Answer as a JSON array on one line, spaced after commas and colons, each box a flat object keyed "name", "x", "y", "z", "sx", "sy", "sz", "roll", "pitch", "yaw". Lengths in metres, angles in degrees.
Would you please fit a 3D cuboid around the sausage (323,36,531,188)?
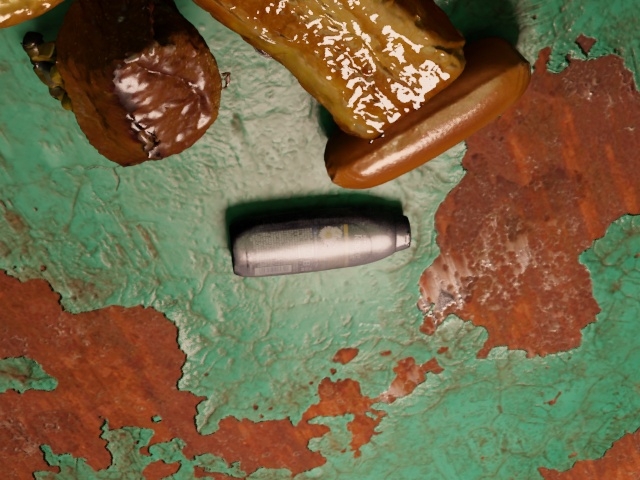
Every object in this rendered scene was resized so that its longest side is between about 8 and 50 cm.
[{"name": "sausage", "x": 0.126, "y": -0.149, "z": 1.416, "sx": 0.274, "sy": 0.105, "sz": 0.105, "roll": -30, "pitch": 125, "yaw": 13}]

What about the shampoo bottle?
[{"name": "shampoo bottle", "x": 0.000, "y": 0.000, "z": 1.531, "sx": 0.234, "sy": 0.049, "sz": 0.087, "roll": -6, "pitch": 124, "yaw": -6}]

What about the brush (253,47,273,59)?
[{"name": "brush", "x": -0.048, "y": -0.217, "z": 1.393, "sx": 0.083, "sy": 0.008, "sz": 0.024, "roll": 33, "pitch": 110, "yaw": -28}]

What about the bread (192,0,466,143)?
[{"name": "bread", "x": -0.005, "y": -0.270, "z": 1.279, "sx": 0.195, "sy": 0.149, "sz": 0.344, "roll": -32, "pitch": 126, "yaw": 30}]

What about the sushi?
[{"name": "sushi", "x": -0.212, "y": -0.193, "z": 1.291, "sx": 0.167, "sy": 0.179, "sz": 0.296, "roll": -38, "pitch": 154, "yaw": -8}]

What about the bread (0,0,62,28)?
[{"name": "bread", "x": -0.280, "y": -0.355, "z": 1.123, "sx": 0.179, "sy": 0.194, "sz": 0.340, "roll": 2, "pitch": 109, "yaw": -28}]
